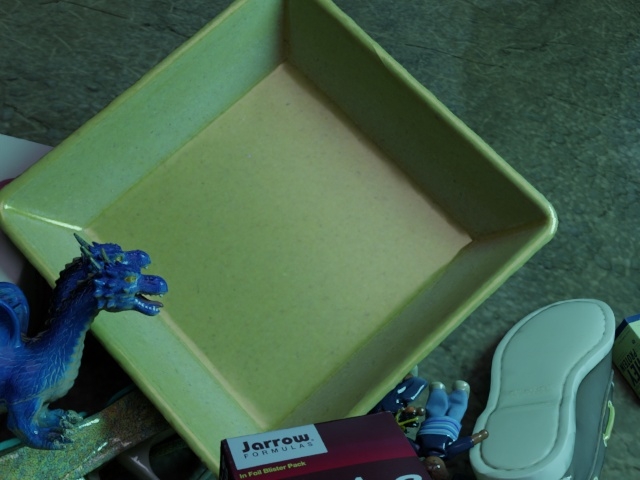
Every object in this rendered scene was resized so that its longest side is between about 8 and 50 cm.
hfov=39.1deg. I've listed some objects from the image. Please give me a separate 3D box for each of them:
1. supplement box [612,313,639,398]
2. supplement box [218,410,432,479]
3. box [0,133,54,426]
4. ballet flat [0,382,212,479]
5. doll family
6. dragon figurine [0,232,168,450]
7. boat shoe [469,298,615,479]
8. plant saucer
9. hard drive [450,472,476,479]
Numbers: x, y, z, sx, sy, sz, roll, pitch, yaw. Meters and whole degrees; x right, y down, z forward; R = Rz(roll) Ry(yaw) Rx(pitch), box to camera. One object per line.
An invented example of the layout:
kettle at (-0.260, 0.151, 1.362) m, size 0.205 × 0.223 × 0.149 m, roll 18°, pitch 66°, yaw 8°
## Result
supplement box at (0.370, 0.123, 0.973) m, size 0.083 × 0.056 × 0.083 m, roll -12°, pitch 53°, yaw -25°
supplement box at (0.027, 0.214, 0.542) m, size 0.130 × 0.073 × 0.239 m, roll -6°, pitch 31°, yaw -19°
box at (-0.313, 0.032, 0.798) m, size 0.127 × 0.148 × 0.232 m, roll 13°, pitch 47°, yaw -6°
ballet flat at (-0.168, 0.181, 0.738) m, size 0.349 × 0.123 × 0.123 m, roll -25°, pitch 60°, yaw -33°
doll family at (0.050, 0.169, 0.800) m, size 0.076 × 0.193 × 0.111 m, roll 61°, pitch 28°, yaw -17°
dragon figurine at (-0.249, 0.075, 0.632) m, size 0.289 × 0.143 × 0.085 m, roll -5°, pitch 7°, yaw -6°
boat shoe at (0.226, 0.162, 0.866) m, size 0.117 × 0.096 × 0.324 m, roll -11°, pitch 19°, yaw 28°
plant saucer at (-0.037, -0.011, 0.749) m, size 0.333 × 0.081 × 0.333 m, roll -42°, pitch 76°, yaw -9°
hard drive at (0.141, 0.282, 0.790) m, size 0.094 × 0.022 × 0.135 m, roll 25°, pitch 47°, yaw 7°
